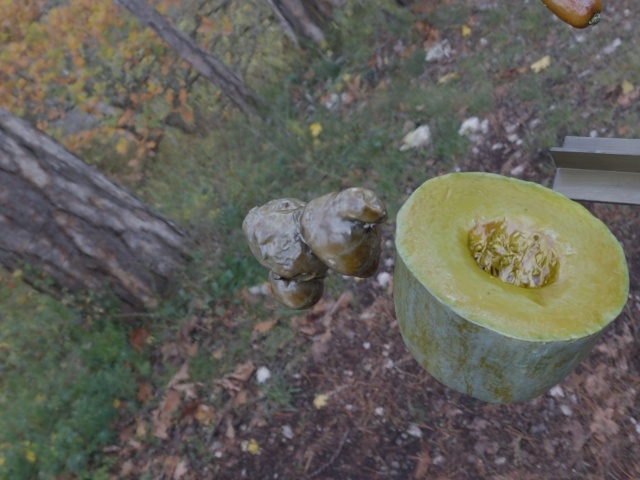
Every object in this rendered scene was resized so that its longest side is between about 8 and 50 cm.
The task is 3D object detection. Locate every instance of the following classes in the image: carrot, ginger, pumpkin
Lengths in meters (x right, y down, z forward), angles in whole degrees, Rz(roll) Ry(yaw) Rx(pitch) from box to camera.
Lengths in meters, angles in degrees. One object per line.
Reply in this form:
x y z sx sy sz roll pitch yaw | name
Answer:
0.198 -0.308 0.851 0.043 0.043 0.248 -44 80 8 | carrot
0.000 0.000 1.659 0.375 0.256 0.176 -26 19 44 | ginger
0.252 0.072 1.200 0.332 0.199 0.332 6 47 -7 | pumpkin

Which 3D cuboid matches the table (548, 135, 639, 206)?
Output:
0.537 -0.126 1.483 0.227 0.167 0.167 7 69 33 | table
